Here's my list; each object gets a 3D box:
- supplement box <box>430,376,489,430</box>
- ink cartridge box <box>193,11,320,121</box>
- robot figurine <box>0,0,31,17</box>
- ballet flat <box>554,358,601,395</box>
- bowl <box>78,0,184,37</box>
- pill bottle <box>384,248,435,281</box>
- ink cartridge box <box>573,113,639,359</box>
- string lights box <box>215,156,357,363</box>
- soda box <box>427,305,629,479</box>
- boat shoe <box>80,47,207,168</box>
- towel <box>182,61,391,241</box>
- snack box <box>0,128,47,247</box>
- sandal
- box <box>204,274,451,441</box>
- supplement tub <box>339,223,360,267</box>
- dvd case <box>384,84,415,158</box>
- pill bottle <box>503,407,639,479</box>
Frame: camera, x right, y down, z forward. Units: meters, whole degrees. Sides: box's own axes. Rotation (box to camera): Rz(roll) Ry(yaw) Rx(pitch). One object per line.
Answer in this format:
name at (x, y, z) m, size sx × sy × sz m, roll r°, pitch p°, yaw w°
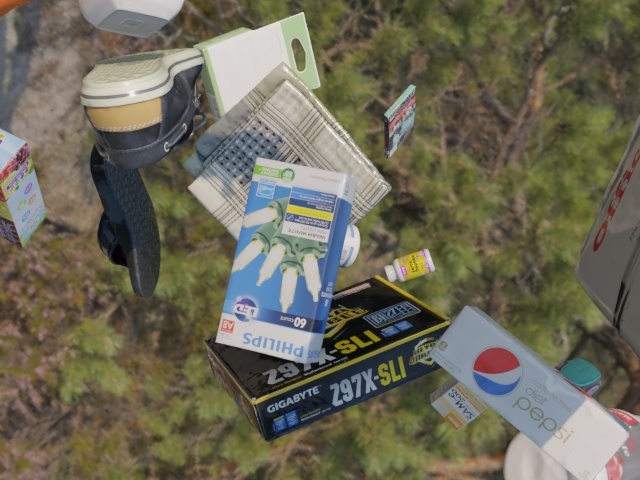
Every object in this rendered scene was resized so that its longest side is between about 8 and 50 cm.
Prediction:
supplement box at (0.221, 0.230, 1.366) m, size 0.098 × 0.062 × 0.036 m, roll -42°, pitch -171°, yaw 14°
ink cartridge box at (-0.128, -0.358, 1.887) m, size 0.235 × 0.056 × 0.171 m, roll -27°, pitch 121°, yaw -22°
robot figurine at (-0.484, -0.418, 1.393) m, size 0.219 × 0.128 × 0.158 m, roll -40°, pitch 130°, yaw -38°
ballet flat at (0.310, 0.204, 1.209) m, size 0.222 × 0.077 × 0.079 m, roll 3°, pitch 120°, yaw -58°
bowl at (-0.295, -0.362, 1.428) m, size 0.142 × 0.142 × 0.053 m, roll 5°, pitch 78°, yaw -36°
pill bottle at (0.158, 0.047, 1.623) m, size 0.083 × 0.043 × 0.043 m, roll -20°, pitch 155°, yaw 7°
ink cartridge box at (0.317, -0.033, 0.559) m, size 0.395 × 0.166 × 0.285 m, roll -67°, pitch 179°, yaw -78°
string lights box at (-0.045, 0.028, 1.258) m, size 0.077 × 0.134 × 0.259 m, roll 24°, pitch 78°, yaw -75°
soda box at (0.226, 0.164, 0.994) m, size 0.074 × 0.216 × 0.069 m, roll -53°, pitch 162°, yaw 7°
boat shoe at (-0.296, -0.239, 1.570) m, size 0.500 × 0.187 × 0.155 m, roll -96°, pitch 178°, yaw -71°
towel at (-0.077, -0.118, 1.711) m, size 0.312 × 0.324 × 0.056 m, roll -42°, pitch 178°, yaw 26°
snack box at (-0.470, -0.095, 1.224) m, size 0.070 × 0.175 × 0.207 m, roll -60°, pitch 175°, yaw -27°
sandal at (-0.461, -0.055, 2.107) m, size 0.167 × 0.107 × 0.445 m, roll -72°, pitch 159°, yaw -49°
box at (0.009, 0.170, 1.415) m, size 0.322 × 0.257 × 0.079 m, roll -20°, pitch 112°, yaw -17°
supplement tub at (0.000, 0.000, 1.403) m, size 0.107 × 0.071 × 0.071 m, roll 13°, pitch 120°, yaw -21°
dvd case at (0.143, -0.214, 1.656) m, size 0.087 × 0.013 × 0.119 m, roll -50°, pitch 156°, yaw -23°
pill bottle at (0.463, 0.376, 1.536) m, size 0.319 × 0.176 × 0.176 m, roll 2°, pitch 124°, yaw -47°
